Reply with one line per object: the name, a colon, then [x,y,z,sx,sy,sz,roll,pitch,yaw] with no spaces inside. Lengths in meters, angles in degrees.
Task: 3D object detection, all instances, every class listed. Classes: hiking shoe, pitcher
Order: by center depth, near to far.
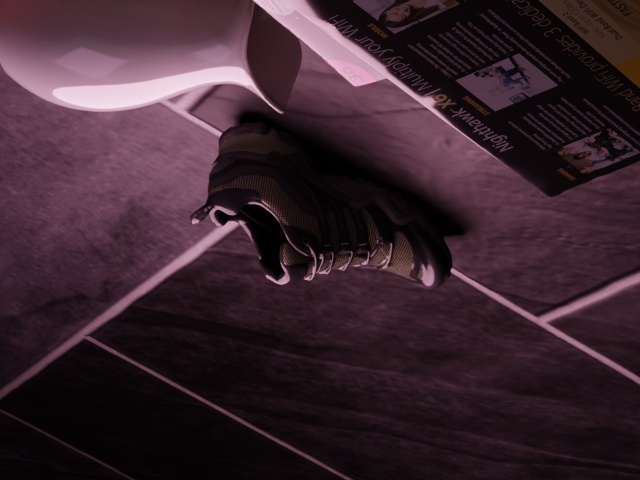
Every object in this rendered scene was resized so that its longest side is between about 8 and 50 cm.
pitcher: [-0.129,-0.175,1.359,0.207,0.125,0.178,4,129,14]
hiking shoe: [0.000,0.000,1.570,0.227,0.114,0.086,28,154,-11]

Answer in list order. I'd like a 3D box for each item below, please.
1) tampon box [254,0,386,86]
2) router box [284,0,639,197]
tampon box: [0.050,-0.183,1.197,0.120,0.101,0.161,38,150,-29]
router box: [0.143,-0.153,1.009,0.243,0.081,0.309,-22,145,30]
